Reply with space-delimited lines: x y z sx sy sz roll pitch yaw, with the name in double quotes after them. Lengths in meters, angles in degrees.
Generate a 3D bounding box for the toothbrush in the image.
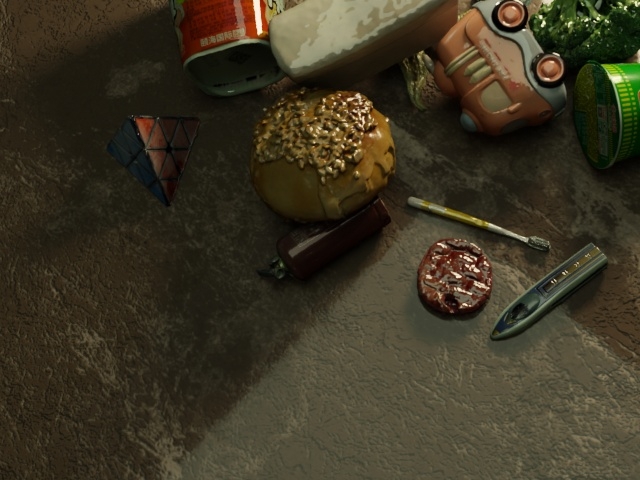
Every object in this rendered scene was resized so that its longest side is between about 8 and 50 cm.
0.302 -0.034 1.550 0.288 0.024 0.021 20 74 16 "toothbrush"

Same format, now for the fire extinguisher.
0.000 0.000 1.550 0.269 0.105 0.105 -34 68 -5 "fire extinguisher"

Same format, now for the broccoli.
0.530 -0.464 1.570 0.270 0.270 0.270 -20 29 12 "broccoli"

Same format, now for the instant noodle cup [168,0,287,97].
-0.192 -0.488 1.691 0.294 0.294 0.308 -11 75 4 "instant noodle cup"

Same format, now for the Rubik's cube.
-0.383 -0.167 1.692 0.178 0.211 0.190 1 92 32 "Rubik's cube"

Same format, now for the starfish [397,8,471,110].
0.162 -0.471 1.703 0.358 0.078 0.347 41 98 12 "starfish"

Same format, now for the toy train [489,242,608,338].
0.411 0.099 1.469 0.252 0.048 0.055 -36 66 -6 "toy train"

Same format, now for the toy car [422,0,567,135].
0.338 -0.319 1.564 0.212 0.180 0.270 -35 85 7 "toy car"

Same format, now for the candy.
0.090 -0.423 1.576 0.359 0.208 0.145 -25 81 10 "candy"

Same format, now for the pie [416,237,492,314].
0.252 0.070 1.512 0.153 0.038 0.153 -3 66 6 "pie"

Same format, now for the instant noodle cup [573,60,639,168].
0.622 -0.255 1.511 0.233 0.207 0.207 -11 67 -3 "instant noodle cup"

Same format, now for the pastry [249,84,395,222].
-0.009 -0.177 1.521 0.284 0.184 0.315 -31 39 -2 "pastry"

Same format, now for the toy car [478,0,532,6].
0.384 -0.524 1.659 0.056 0.205 0.095 26 103 -23 "toy car"
